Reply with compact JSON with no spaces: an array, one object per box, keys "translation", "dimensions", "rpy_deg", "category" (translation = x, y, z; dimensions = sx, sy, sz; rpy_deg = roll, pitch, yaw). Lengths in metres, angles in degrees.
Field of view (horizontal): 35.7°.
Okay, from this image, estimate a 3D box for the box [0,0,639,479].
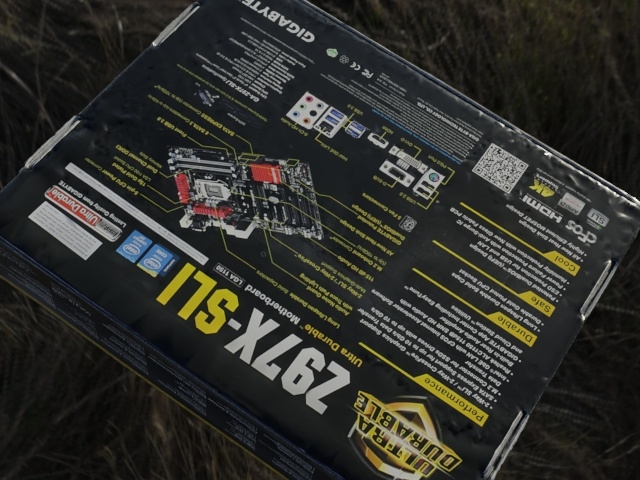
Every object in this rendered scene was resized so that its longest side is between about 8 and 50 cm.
[{"translation":[0.000,0.000,0.609],"dimensions":[0.322,0.079,0.257],"rpy_deg":[33,64,10],"category":"box"}]
